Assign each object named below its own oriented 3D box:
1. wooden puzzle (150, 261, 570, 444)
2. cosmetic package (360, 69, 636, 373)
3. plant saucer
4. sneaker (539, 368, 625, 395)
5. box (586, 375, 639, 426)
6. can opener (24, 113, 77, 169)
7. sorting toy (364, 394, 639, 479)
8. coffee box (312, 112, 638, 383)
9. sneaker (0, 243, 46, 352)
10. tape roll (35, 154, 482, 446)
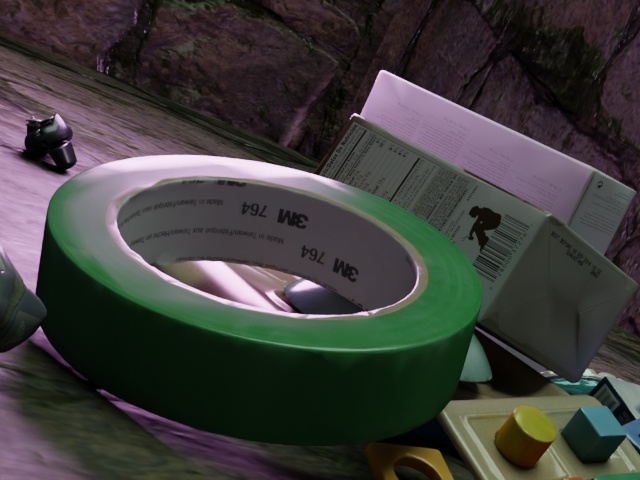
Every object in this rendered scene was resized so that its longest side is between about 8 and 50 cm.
[{"bbox_3d":[0.014,0.091,1.299,0.348,0.080,0.322,16,10,-32],"label":"wooden puzzle"},{"bbox_3d":[0.154,-0.010,1.682,0.097,0.284,0.377,22,8,-44],"label":"cosmetic package"},{"bbox_3d":[0.064,0.063,1.206,0.195,0.037,0.195,22,9,-3],"label":"plant saucer"},{"bbox_3d":[0.307,0.211,1.356,0.275,0.107,0.110,25,15,-5],"label":"sneaker"},{"bbox_3d":[0.341,0.227,1.222,0.159,0.044,0.233,18,30,-39],"label":"box"},{"bbox_3d":[-0.342,-0.127,1.768,0.059,0.073,0.186,-15,11,-7],"label":"can opener"},{"bbox_3d":[0.195,0.175,1.054,0.348,0.047,0.196,2,37,-37],"label":"sorting toy"},{"bbox_3d":[0.134,0.003,1.361,0.168,0.119,0.297,33,0,-41],"label":"coffee box"},{"bbox_3d":[-0.283,-0.008,0.879,0.300,0.111,0.121,39,3,40],"label":"sneaker"},{"bbox_3d":[-0.045,0.033,1.034,0.321,0.077,0.321,10,23,-4],"label":"tape roll"}]
